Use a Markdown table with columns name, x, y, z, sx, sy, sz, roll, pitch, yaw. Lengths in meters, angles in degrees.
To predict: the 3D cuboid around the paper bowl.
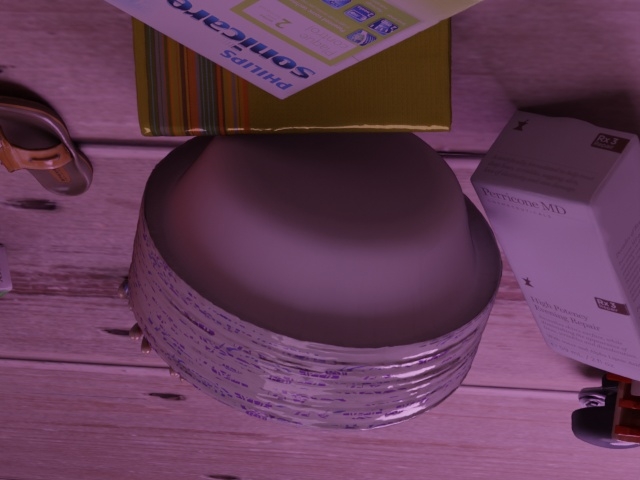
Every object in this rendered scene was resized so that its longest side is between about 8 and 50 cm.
| name | x | y | z | sx | sy | sz | roll | pitch | yaw |
| --- | --- | --- | --- | --- | --- | --- | --- | --- | --- |
| paper bowl | 0.000 | 0.000 | 1.108 | 0.284 | 0.284 | 0.148 | 10 | 127 | -6 |

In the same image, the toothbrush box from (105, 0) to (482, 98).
| name | x | y | z | sx | sy | sz | roll | pitch | yaw |
| --- | --- | --- | --- | --- | --- | --- | --- | --- | --- |
| toothbrush box | -0.001 | -0.214 | 0.820 | 0.206 | 0.122 | 0.283 | 27 | 150 | -36 |

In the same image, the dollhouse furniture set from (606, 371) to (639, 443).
| name | x | y | z | sx | sy | sz | roll | pitch | yaw |
| --- | --- | --- | --- | --- | --- | --- | --- | --- | --- |
| dollhouse furniture set | 0.398 | 0.140 | 1.365 | 0.262 | 0.135 | 0.259 | 11 | 174 | -29 |

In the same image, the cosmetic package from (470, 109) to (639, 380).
| name | x | y | z | sx | sy | sz | roll | pitch | yaw |
| --- | --- | --- | --- | --- | --- | --- | --- | --- | --- |
| cosmetic package | 0.220 | 0.008 | 1.176 | 0.117 | 0.085 | 0.231 | 16 | 150 | 41 |

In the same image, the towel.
| name | x | y | z | sx | sy | sz | roll | pitch | yaw |
| --- | --- | --- | --- | --- | --- | --- | --- | --- | --- |
| towel | -0.022 | -0.128 | 1.047 | 0.237 | 0.102 | 0.021 | 0 | -170 | 13 |

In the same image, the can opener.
| name | x | y | z | sx | sy | sz | roll | pitch | yaw |
| --- | --- | --- | --- | --- | --- | --- | --- | --- | --- |
| can opener | 0.425 | 0.186 | 1.608 | 0.280 | 0.093 | 0.074 | -8 | 151 | 18 |

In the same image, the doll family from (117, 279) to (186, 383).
| name | x | y | z | sx | sy | sz | roll | pitch | yaw |
| --- | --- | --- | --- | --- | --- | --- | --- | --- | --- |
| doll family | -0.138 | 0.094 | 1.566 | 0.111 | 0.076 | 0.193 | -4 | 150 | 32 |

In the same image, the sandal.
| name | x | y | z | sx | sy | sz | roll | pitch | yaw |
| --- | --- | --- | --- | --- | --- | --- | --- | --- | --- |
| sandal | -0.253 | -0.076 | 1.260 | 0.072 | 0.049 | 0.180 | -1 | 154 | 17 |

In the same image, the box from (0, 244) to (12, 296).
| name | x | y | z | sx | sy | sz | roll | pitch | yaw |
| --- | --- | --- | --- | --- | --- | --- | --- | --- | --- |
| box | -0.504 | 0.080 | 1.558 | 0.232 | 0.058 | 0.322 | -3 | 166 | -37 |
